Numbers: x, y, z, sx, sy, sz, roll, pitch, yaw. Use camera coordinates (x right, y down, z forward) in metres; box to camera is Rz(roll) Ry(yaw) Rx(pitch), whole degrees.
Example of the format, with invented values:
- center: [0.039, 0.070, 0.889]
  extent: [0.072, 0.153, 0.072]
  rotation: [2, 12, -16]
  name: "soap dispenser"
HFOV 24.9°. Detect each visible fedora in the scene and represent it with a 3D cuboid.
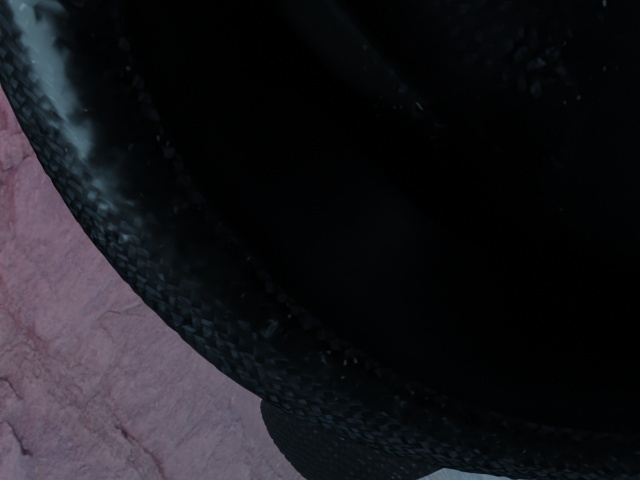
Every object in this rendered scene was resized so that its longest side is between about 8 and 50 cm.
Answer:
- center: [0.067, -0.094, 0.406]
  extent: [0.334, 0.334, 0.152]
  rotation: [60, -162, -27]
  name: "fedora"

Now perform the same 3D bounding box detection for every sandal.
- center: [0.065, 0.186, 1.518]
  extent: [0.167, 0.107, 0.446]
  rotation: [54, 154, -2]
  name: "sandal"
